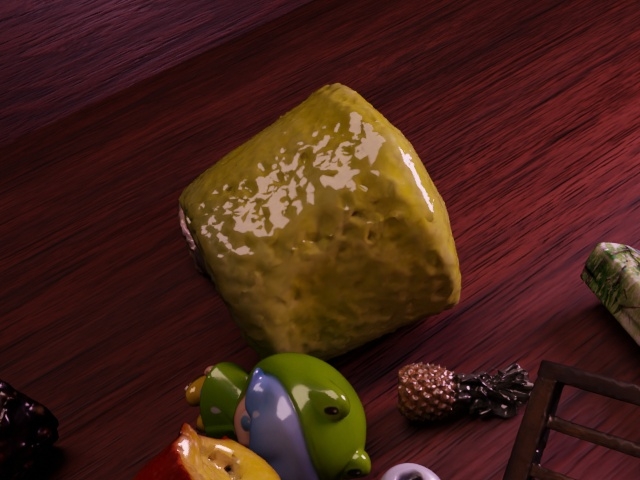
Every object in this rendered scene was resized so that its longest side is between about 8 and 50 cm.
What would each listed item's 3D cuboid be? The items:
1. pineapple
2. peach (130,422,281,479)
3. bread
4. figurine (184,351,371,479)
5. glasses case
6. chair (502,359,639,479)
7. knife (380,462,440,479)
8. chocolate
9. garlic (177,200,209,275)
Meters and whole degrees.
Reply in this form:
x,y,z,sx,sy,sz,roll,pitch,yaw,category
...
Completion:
x,y,z,sx,sy,sz,roll,pitch,yaw,category
0.172,0.179,0.889,0.159,0.074,0.074,-3,35,8,pineapple
-0.055,0.305,0.606,0.281,0.281,0.338,-13,51,9,peach
0.000,0.000,1.007,0.308,0.348,0.348,-33,34,-6,bread
-0.057,0.207,0.878,0.263,0.162,0.143,1,22,44,figurine
0.410,0.099,0.855,0.095,0.062,0.272,10,28,-18,glasses case
0.307,0.203,0.570,0.416,0.240,0.203,12,78,39,chair
0.148,0.326,0.623,0.080,0.044,0.331,-11,41,-24,knife
-0.474,0.281,0.946,0.224,0.206,0.177,0,47,17,chocolate
-0.099,-0.033,1.287,0.325,0.132,0.279,-16,40,14,garlic
